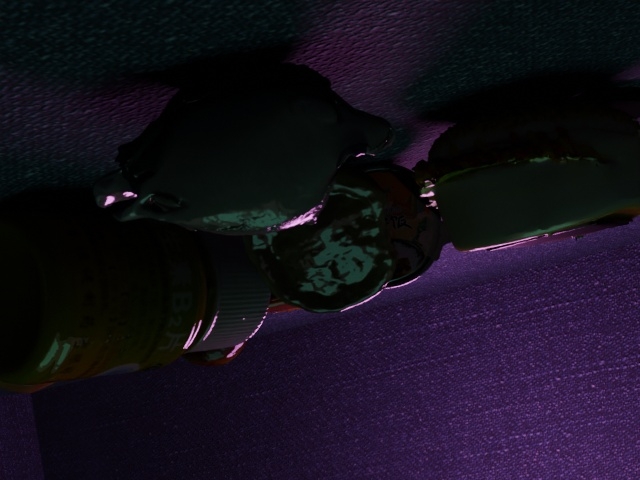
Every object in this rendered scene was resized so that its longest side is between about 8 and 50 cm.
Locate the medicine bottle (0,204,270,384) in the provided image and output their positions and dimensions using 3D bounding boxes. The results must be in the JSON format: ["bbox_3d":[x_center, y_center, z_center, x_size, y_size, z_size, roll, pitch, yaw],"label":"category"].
[{"bbox_3d":[-0.262,0.066,1.451,0.224,0.224,0.384,-19,168,39],"label":"medicine bottle"}]

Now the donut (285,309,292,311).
[{"bbox_3d":[-0.041,0.104,2.383,0.141,0.085,0.217,-4,168,-43],"label":"donut"}]

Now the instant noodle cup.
[{"bbox_3d":[0.083,-0.025,1.582,0.208,0.178,0.125,14,-176,-6],"label":"instant noodle cup"}]

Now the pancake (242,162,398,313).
[{"bbox_3d":[0.000,0.001,1.473,0.222,0.236,0.042,6,-148,-5],"label":"pancake"}]

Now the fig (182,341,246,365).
[{"bbox_3d":[-0.212,0.156,2.240,0.190,0.191,0.290,-13,-178,5],"label":"fig"}]

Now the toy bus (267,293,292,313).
[{"bbox_3d":[-0.125,0.062,1.825,0.329,0.153,0.143,-12,172,-1],"label":"toy bus"}]

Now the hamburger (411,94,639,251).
[{"bbox_3d":[0.272,-0.087,1.366,0.276,0.179,0.294,-15,173,38],"label":"hamburger"}]

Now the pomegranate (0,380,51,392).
[{"bbox_3d":[-0.478,0.140,1.708,0.209,0.209,0.209,-12,171,-2],"label":"pomegranate"}]

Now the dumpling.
[{"bbox_3d":[-0.077,-0.095,1.048,0.292,0.163,0.204,-13,-155,-1],"label":"dumpling"}]

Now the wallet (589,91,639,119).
[{"bbox_3d":[0.357,-0.158,1.506,0.124,0.025,0.244,-6,169,-26],"label":"wallet"}]
